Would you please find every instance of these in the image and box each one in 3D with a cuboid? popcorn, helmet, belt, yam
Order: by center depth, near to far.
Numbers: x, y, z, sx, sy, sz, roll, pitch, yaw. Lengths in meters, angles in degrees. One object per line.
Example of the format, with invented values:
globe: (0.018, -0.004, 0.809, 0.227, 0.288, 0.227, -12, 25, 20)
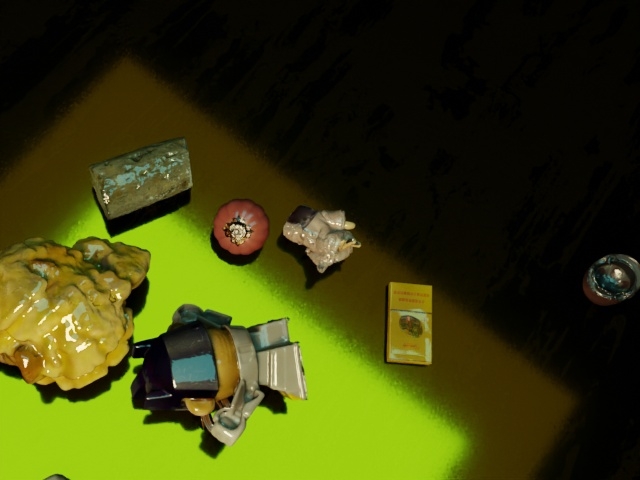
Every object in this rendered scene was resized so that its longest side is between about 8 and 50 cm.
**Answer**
popcorn: (-0.425, 0.109, 1.437, 0.332, 0.225, 0.265, -29, 75, -31)
belt: (-0.184, 0.309, 1.514, 0.059, 0.036, 0.083, -17, 76, -10)
yam: (-0.322, -0.120, 1.588, 0.194, 0.107, 0.107, -23, 78, -19)
helmet: (0.585, 0.085, 1.731, 0.123, 0.070, 0.098, -19, 68, -21)

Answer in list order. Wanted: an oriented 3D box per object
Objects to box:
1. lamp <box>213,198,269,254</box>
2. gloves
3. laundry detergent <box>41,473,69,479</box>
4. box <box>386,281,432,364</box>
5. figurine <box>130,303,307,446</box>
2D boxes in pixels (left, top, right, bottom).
lamp: (-0.148, -0.026, 1.599, 0.108, 0.092, 0.107, 1, 102, 3)
gloves: (0.001, -0.007, 1.626, 0.110, 0.094, 0.144, -30, 62, -30)
laundry detergent: (-0.504, 0.576, 1.315, 0.398, 0.124, 0.264, -35, 83, -18)
box: (0.172, 0.159, 1.646, 0.087, 0.023, 0.155, 7, 71, -12)
figurine: (-0.178, 0.211, 1.466, 0.309, 0.308, 0.143, 3, 112, -11)
